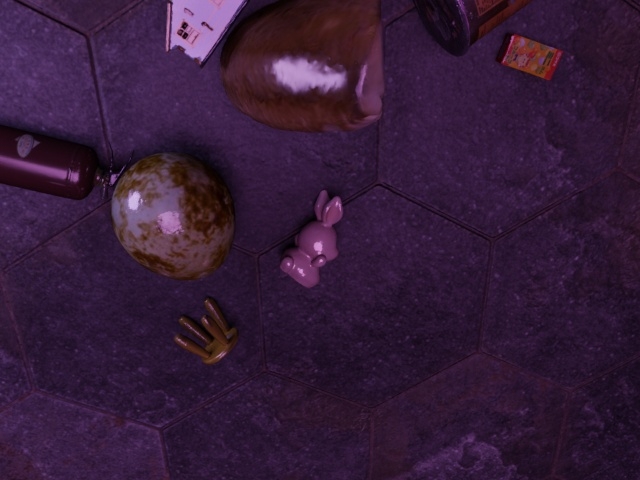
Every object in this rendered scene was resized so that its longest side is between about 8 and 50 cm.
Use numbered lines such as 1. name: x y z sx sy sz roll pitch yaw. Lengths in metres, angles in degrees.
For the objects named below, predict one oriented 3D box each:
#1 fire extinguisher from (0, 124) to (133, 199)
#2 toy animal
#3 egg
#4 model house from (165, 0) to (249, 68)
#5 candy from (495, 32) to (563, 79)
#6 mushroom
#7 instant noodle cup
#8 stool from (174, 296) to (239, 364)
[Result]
1. fire extinguisher: -0.554 -0.162 1.177 0.337 0.114 0.135 14 100 -14
2. toy animal: 0.001 0.000 1.331 0.124 0.124 0.212 33 101 -21
3. egg: -0.287 -0.042 1.205 0.238 0.238 0.289 -20 140 3
4. model house: -0.227 -0.467 1.028 0.206 0.178 0.271 31 111 -26
5. candy: 0.432 -0.382 1.234 0.122 0.038 0.062 13 114 -13
6. mushroom: -0.032 -0.306 1.016 0.313 0.397 0.224 -8 115 0
7. instant noodle cup: 0.291 -0.482 1.081 0.207 0.217 0.217 -30 116 1
8. stool: -0.267 0.217 1.401 0.110 0.134 0.135 50 56 -20
